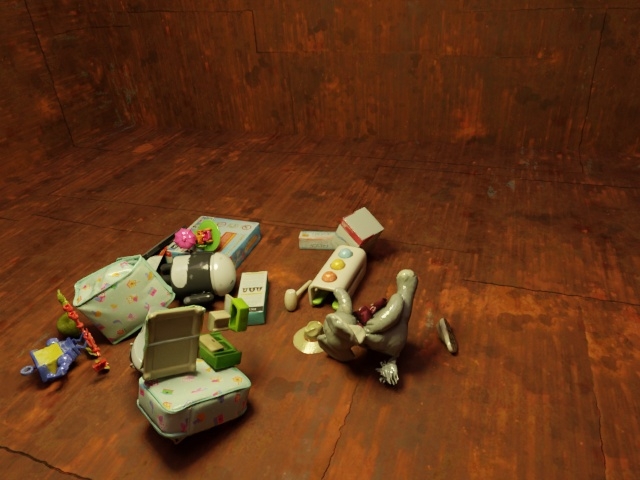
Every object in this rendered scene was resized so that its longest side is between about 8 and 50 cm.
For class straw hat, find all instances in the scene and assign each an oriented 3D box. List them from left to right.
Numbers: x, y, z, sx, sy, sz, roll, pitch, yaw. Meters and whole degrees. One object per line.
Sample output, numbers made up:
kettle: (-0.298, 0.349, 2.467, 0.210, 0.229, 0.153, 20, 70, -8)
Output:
straw hat: (-0.022, 0.301, 1.602, 0.144, 0.061, 0.145, -3, 32, 2)

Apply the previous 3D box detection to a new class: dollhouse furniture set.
dollhouse furniture set: (-0.375, 0.255, 1.366, 0.301, 0.198, 0.151, -2, 17, -40)

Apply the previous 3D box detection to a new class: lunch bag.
lunch bag: (-0.664, 0.187, 1.665, 0.262, 0.223, 0.160, -32, 36, -6)
lunch bag: (-0.347, 0.423, 1.346, 0.224, 0.108, 0.279, 19, 17, 42)

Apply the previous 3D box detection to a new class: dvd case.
dvd case: (-0.697, 0.031, 2.070, 0.180, 0.022, 0.253, -27, 14, 37)

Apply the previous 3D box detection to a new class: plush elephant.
plush elephant: (0.120, 0.251, 1.468, 0.255, 0.272, 0.330, 18, 56, -10)

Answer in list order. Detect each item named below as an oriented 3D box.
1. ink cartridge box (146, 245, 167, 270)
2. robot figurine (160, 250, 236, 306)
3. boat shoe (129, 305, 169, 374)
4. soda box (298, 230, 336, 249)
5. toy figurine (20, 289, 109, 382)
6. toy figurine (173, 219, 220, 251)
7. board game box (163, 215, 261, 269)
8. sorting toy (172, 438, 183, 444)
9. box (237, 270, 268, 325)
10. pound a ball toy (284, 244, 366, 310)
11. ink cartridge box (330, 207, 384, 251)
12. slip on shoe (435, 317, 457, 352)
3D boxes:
ink cartridge box: (-0.717, 0.113, 1.925, 0.189, 0.066, 0.232, -31, 31, 19)
robot figurine: (-0.457, 0.137, 1.826, 0.277, 0.209, 0.173, -6, -5, -1)
boat shoe: (-0.537, 0.348, 1.522, 0.135, 0.157, 0.367, 22, 11, -21)
soda box: (0.000, 0.000, 2.087, 0.183, 0.058, 0.063, 2, 32, 9)
toy figurine: (-0.862, 0.336, 1.553, 0.217, 0.191, 0.362, -32, 40, -29)
toy figurine: (-0.510, -0.011, 1.905, 0.173, 0.130, 0.159, -9, 0, 35)
board game box: (-0.457, 0.017, 2.095, 0.301, 0.086, 0.308, 8, 34, 19)
sorting toy: (-0.380, 0.516, 1.325, 0.083, 0.045, 0.075, 19, 47, 37)
box: (-0.247, 0.208, 1.781, 0.100, 0.060, 0.244, -4, 32, 1)
pound a ball toy: (0.022, 0.134, 1.795, 0.208, 0.136, 0.319, 10, 34, 23)
ink cartridge box: (0.145, -0.017, 1.953, 0.128, 0.176, 0.127, -28, 67, -34)
slip on shoe: (0.400, 0.309, 1.555, 0.041, 0.051, 0.135, -38, 33, 23)
